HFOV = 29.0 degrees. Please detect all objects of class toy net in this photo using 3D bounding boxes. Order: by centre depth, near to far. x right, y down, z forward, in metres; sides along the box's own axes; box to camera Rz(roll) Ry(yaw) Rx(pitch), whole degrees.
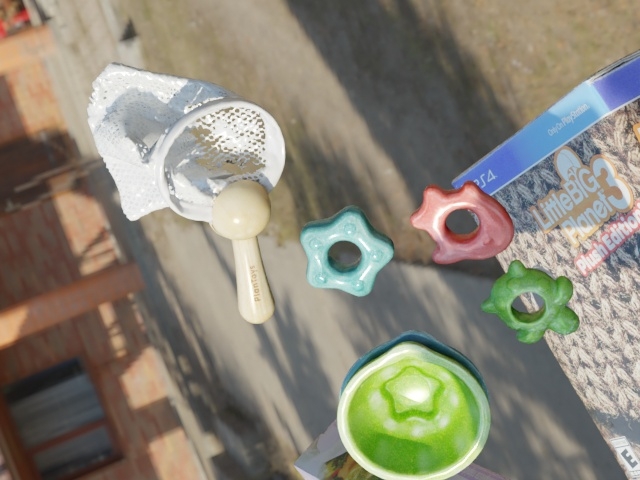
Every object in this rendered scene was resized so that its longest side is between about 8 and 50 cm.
[{"bbox_3d":[0.000,0.000,0.533,0.232,0.122,0.045,41,-158,-12],"label":"toy net"}]

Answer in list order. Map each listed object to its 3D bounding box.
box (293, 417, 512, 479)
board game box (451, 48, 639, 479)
[{"bbox_3d":[0.075,0.173,0.777,0.067,0.063,0.324,49,166,-17],"label":"box"},{"bbox_3d":[0.267,0.017,0.916,0.291,0.141,0.232,59,157,5],"label":"board game box"}]
